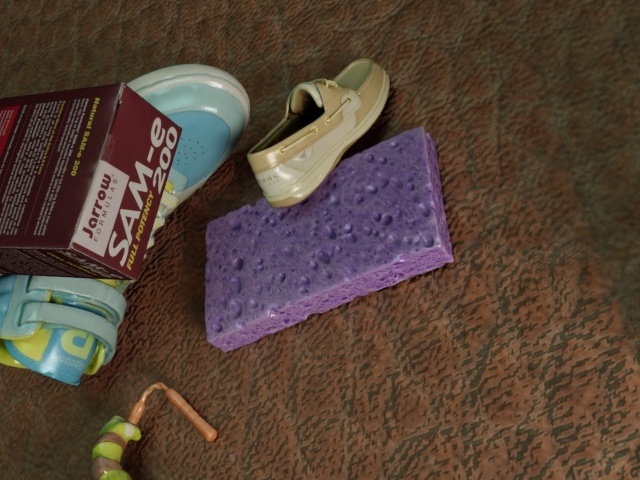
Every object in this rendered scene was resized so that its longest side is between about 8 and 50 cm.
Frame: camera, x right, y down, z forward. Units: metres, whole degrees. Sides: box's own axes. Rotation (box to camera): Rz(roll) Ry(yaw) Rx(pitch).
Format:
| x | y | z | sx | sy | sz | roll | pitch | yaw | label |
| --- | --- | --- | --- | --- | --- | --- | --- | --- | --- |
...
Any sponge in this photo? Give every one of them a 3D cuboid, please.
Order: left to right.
| x | y | z | sx | sy | sz | roll | pitch | yaw | label |
| --- | --- | --- | --- | --- | --- | --- | --- | --- | --- |
| 0.000 | 0.000 | 0.714 | 0.210 | 0.031 | 0.117 | -23 | 50 | 23 | sponge |

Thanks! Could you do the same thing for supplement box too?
| x | y | z | sx | sy | sz | roll | pitch | yaw | label |
| --- | --- | --- | --- | --- | --- | --- | --- | --- | --- |
| -0.233 | -0.042 | 0.716 | 0.239 | 0.073 | 0.130 | 1 | 69 | 35 | supplement box |

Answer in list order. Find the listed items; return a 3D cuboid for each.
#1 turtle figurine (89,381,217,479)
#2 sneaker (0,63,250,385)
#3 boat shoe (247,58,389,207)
| x | y | z | sx | sy | sz | roll | pitch | yaw | label |
| --- | --- | --- | --- | --- | --- | --- | --- | --- | --- |
| -0.168 | 0.239 | 0.642 | 0.217 | 0.087 | 0.269 | -33 | 47 | 14 | turtle figurine |
| -0.176 | 0.004 | 0.779 | 0.319 | 0.127 | 0.208 | -35 | 44 | 26 | sneaker |
| 0.000 | -0.102 | 0.736 | 0.063 | 0.059 | 0.170 | -5 | 40 | 43 | boat shoe |
